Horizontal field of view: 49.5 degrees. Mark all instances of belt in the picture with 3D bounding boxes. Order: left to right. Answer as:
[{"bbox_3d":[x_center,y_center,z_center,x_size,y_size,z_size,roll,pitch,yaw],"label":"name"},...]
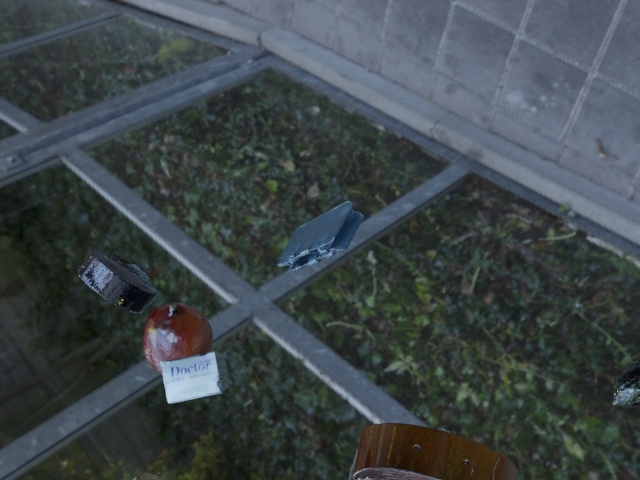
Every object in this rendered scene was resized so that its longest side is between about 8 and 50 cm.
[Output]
[{"bbox_3d":[-0.499,0.101,1.720,0.198,0.078,0.151,36,-174,-25],"label":"belt"},{"bbox_3d":[0.231,0.486,1.436,0.339,0.122,0.217,12,139,13],"label":"belt"}]

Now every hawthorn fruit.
[{"bbox_3d":[-0.326,0.222,1.600,0.169,0.169,0.188,39,134,28],"label":"hawthorn fruit"}]

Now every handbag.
[{"bbox_3d":[0.000,0.000,1.801,0.229,0.179,0.062,-26,115,42],"label":"handbag"}]

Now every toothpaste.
[{"bbox_3d":[-0.194,0.219,1.131,0.336,0.081,0.067,117,141,-78],"label":"toothpaste"}]

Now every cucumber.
[{"bbox_3d":[0.538,0.183,1.056,0.067,0.245,0.067,54,157,36],"label":"cucumber"}]

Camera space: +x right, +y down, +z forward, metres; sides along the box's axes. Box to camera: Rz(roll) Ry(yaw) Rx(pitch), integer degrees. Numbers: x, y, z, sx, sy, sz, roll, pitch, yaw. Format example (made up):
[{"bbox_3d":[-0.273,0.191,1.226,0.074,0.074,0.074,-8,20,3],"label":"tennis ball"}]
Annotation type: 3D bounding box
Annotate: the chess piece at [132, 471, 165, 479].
[{"bbox_3d":[-0.507,0.718,1.740,0.137,0.301,0.137,46,-168,-13],"label":"chess piece"}]
